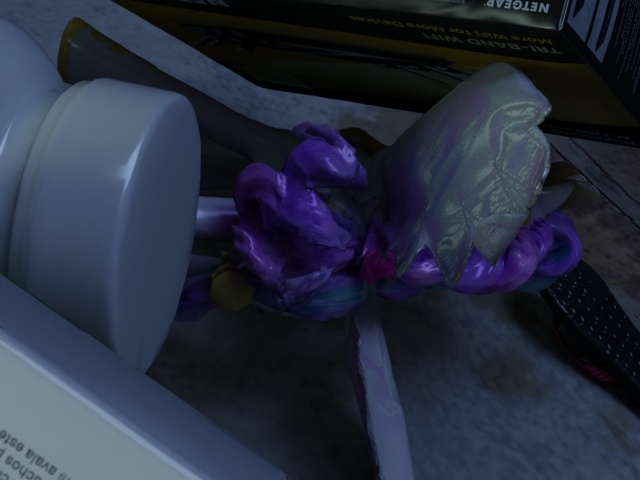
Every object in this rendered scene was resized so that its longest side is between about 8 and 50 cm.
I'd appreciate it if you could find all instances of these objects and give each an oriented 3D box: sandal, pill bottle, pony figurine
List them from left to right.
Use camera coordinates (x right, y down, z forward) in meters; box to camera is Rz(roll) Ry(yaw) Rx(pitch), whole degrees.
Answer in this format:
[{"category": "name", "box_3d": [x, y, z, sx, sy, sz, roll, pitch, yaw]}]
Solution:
[{"category": "pill bottle", "box_3d": [-0.213, -0.026, 0.575, 0.302, 0.169, 0.169, 9, 35, 8]}, {"category": "pony figurine", "box_3d": [0.000, 0.000, 0.759, 0.364, 0.302, 0.351, 11, 28, -2]}, {"category": "sandal", "box_3d": [0.210, 0.080, 0.984, 0.179, 0.040, 0.067, 51, 43, 2]}]

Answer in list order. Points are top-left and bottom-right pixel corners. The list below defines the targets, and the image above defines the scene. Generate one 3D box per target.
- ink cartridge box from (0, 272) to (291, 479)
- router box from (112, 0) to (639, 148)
[{"category": "ink cartridge box", "box_3d": [-0.170, 0.138, 0.414, 0.201, 0.278, 0.117, 34, -3, 5]}, {"category": "router box", "box_3d": [0.042, -0.141, 0.797, 0.309, 0.081, 0.243, 12, -5, 28]}]
